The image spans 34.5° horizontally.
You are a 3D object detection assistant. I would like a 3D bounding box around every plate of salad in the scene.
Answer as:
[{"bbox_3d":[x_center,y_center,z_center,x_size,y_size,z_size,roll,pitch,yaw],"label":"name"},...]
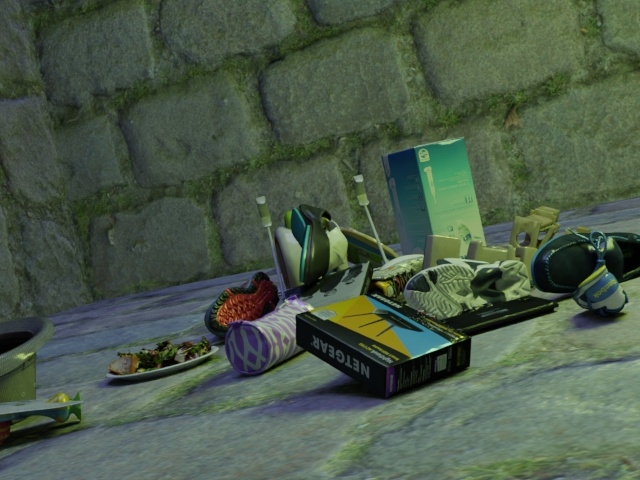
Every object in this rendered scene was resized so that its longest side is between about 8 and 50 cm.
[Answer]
[{"bbox_3d":[-0.276,0.201,1.787,0.200,0.048,0.200,-13,2,0],"label":"plate of salad"}]

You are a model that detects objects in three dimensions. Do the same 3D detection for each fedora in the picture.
[{"bbox_3d":[-0.523,0.224,1.607,0.244,0.124,0.275,-15,11,0],"label":"fedora"}]

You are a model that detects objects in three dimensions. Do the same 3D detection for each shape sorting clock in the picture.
[{"bbox_3d":[0.117,0.030,2.340,0.206,0.040,0.206,25,-16,8],"label":"shape sorting clock"}]

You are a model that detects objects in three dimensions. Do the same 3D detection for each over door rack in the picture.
[{"bbox_3d":[0.014,0.026,2.120,0.240,0.108,0.324,-13,47,-3],"label":"over door rack"}]

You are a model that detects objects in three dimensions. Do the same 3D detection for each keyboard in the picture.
[{"bbox_3d":[0.247,0.112,1.512,0.180,0.023,0.108,-13,9,-20],"label":"keyboard"}]

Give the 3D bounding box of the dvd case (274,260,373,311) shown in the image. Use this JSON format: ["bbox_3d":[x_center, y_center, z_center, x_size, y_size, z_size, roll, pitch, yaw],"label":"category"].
[{"bbox_3d":[-0.001,0.112,1.817,0.179,0.029,0.238,-20,14,14],"label":"dvd case"}]

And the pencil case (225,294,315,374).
[{"bbox_3d":[-0.070,0.144,1.597,0.086,0.088,0.206,-14,3,23],"label":"pencil case"}]

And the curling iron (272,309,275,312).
[{"bbox_3d":[-0.121,0.152,2.205,0.274,0.035,0.068,-9,4,45],"label":"curling iron"}]

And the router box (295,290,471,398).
[{"bbox_3d":[0.074,0.122,1.251,0.133,0.046,0.179,-15,24,-35],"label":"router box"}]

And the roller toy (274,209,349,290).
[{"bbox_3d":[-0.012,0.047,2.275,0.146,0.191,0.209,-14,-36,-7],"label":"roller toy"}]

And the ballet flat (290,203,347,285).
[{"bbox_3d":[0.000,0.000,1.971,0.096,0.095,0.280,4,26,-7],"label":"ballet flat"}]

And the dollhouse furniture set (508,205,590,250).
[{"bbox_3d":[0.509,0.004,2.196,0.161,0.101,0.182,17,17,28],"label":"dollhouse furniture set"}]

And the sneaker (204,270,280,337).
[{"bbox_3d":[-0.170,0.155,2.067,0.125,0.104,0.262,-39,-4,23],"label":"sneaker"}]

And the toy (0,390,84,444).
[{"bbox_3d":[-0.446,0.252,1.421,0.237,0.056,0.137,-8,-2,-15],"label":"toy"}]

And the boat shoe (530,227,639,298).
[{"bbox_3d":[0.442,0.022,1.626,0.258,0.109,0.089,-17,8,-34],"label":"boat shoe"}]

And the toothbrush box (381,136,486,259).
[{"bbox_3d":[0.255,-0.068,2.313,0.126,0.295,0.216,-12,2,-16],"label":"toothbrush box"}]

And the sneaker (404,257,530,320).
[{"bbox_3d":[0.203,0.079,1.657,0.235,0.094,0.153,-14,2,-32],"label":"sneaker"}]

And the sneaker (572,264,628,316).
[{"bbox_3d":[0.377,0.077,1.382,0.053,0.059,0.144,-43,-16,3],"label":"sneaker"}]

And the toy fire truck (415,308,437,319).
[{"bbox_3d":[0.095,0.137,1.407,0.135,0.047,0.192,-13,3,-4],"label":"toy fire truck"}]

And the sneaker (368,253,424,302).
[{"bbox_3d":[0.130,0.093,1.936,0.225,0.088,0.093,-23,9,-15],"label":"sneaker"}]

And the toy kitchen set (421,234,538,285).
[{"bbox_3d":[0.267,0.063,1.845,0.207,0.122,0.166,8,-2,-12],"label":"toy kitchen set"}]
